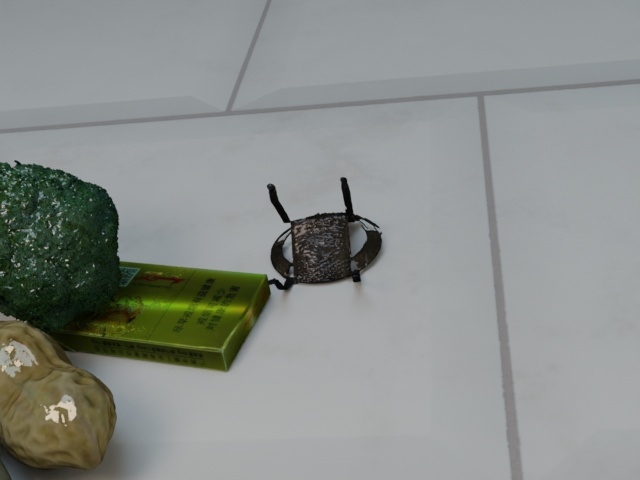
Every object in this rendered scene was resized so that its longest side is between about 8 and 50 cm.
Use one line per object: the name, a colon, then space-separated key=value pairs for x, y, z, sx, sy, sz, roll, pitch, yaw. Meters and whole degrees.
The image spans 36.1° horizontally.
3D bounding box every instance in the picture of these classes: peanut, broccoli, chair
peanut: x=-0.351 y=0.186 z=1.197 sx=0.140 sy=0.153 sz=0.325 roll=-14 pitch=21 yaw=-41
broccoli: x=-0.408 y=0.006 z=1.348 sx=0.270 sy=0.270 sz=0.270 roll=-26 pitch=22 yaw=33
chair: x=0.000 y=0.000 z=1.457 sx=0.174 sy=0.149 sz=0.213 roll=-6 pitch=-9 yaw=9

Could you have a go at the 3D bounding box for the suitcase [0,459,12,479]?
suitcase: x=-0.531 y=0.214 z=1.033 sx=0.339 sy=0.351 sz=0.194 roll=33 pitch=96 yaw=48

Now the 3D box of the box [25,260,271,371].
box: x=-0.244 y=0.099 z=1.400 sx=0.311 sy=0.043 sz=0.173 roll=4 pitch=36 yaw=19
